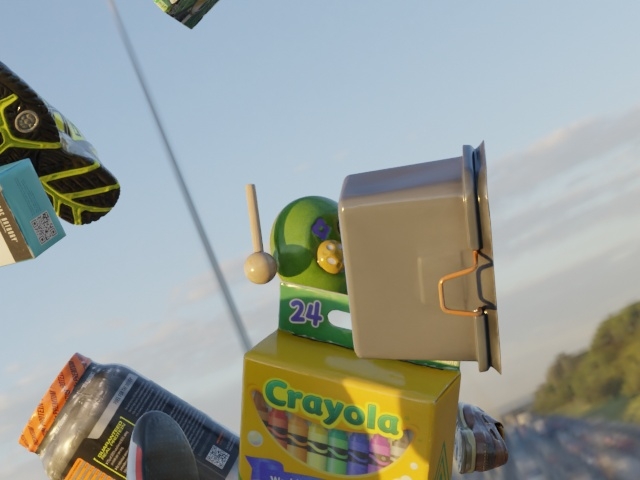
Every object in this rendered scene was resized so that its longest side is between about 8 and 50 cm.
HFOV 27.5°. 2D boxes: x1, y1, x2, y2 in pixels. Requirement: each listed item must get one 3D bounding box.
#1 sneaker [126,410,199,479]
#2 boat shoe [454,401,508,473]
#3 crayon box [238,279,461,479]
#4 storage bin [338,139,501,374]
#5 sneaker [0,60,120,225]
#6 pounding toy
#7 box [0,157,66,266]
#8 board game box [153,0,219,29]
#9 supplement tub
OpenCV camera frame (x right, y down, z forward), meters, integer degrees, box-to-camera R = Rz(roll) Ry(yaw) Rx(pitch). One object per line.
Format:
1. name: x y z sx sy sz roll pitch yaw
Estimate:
1. sneaker: -0.196 0.329 1.403 0.145 0.270 0.090 -28 -24 32
2. boat shoe: 0.196 0.245 1.613 0.060 0.064 0.178 2 9 2
3. crayon box: 0.024 0.220 1.305 0.203 0.322 0.083 11 21 22
4. storage bin: 0.061 0.016 0.800 0.091 0.135 0.098 -5 21 7
5. sneaker: -0.470 -0.166 2.047 0.145 0.147 0.384 -38 -41 -2
6. pounding toy: 0.000 0.000 2.097 0.237 0.183 0.110 13 -20 -32
7. box: -0.409 -0.015 1.485 0.244 0.100 0.060 -12 19 35
8. board game box: -0.088 -0.362 1.572 0.260 0.030 0.136 -45 -2 6
9. supplement tub: -0.269 0.324 1.978 0.207 0.338 0.207 -57 3 5
